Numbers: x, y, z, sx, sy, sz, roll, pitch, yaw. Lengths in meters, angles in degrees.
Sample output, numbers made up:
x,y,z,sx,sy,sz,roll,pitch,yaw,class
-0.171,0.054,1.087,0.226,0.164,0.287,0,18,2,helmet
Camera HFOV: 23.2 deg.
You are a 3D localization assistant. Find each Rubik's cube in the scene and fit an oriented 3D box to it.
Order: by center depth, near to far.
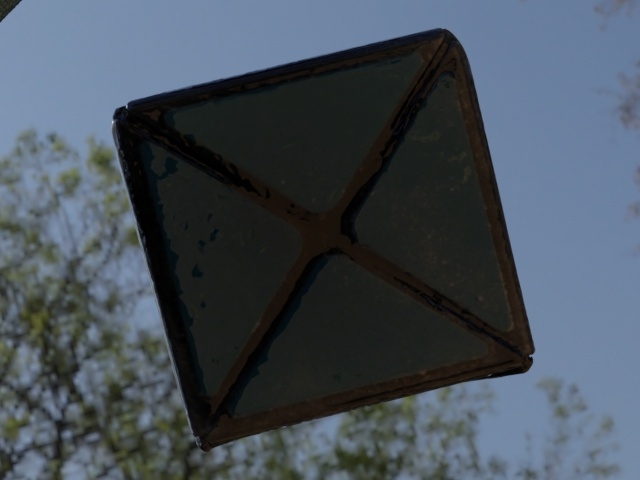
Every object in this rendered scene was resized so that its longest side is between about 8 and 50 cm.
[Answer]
x,y,z,sx,sy,sz,roll,pitch,yaw,class
0.000,0.000,1.177,0.259,0.260,0.255,-16,1,-2,Rubik's cube

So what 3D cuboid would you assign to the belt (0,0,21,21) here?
x,y,z,sx,sy,sz,roll,pitch,yaw,class
-0.381,-0.228,1.674,0.179,0.065,0.100,-52,12,-13,belt
